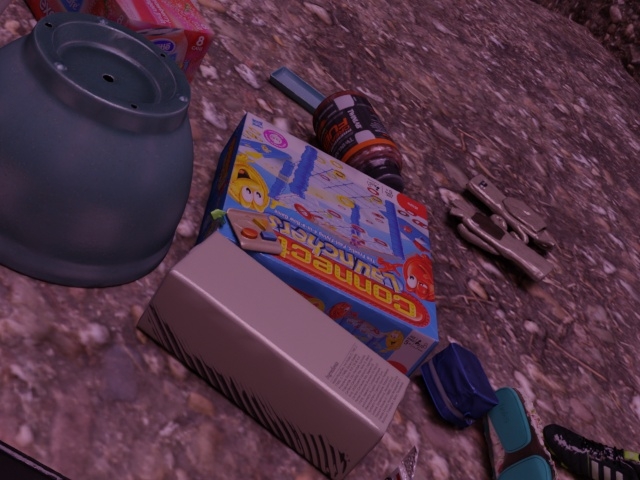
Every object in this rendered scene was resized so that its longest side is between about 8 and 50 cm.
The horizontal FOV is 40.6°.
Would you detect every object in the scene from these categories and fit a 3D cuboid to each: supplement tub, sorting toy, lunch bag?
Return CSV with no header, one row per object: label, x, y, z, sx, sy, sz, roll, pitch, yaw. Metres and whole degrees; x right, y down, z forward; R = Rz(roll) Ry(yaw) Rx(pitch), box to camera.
supplement tub,0.065,-0.143,1.378,0.106,0.106,0.198,10,39,-36
sorting toy,-0.085,-0.014,0.980,0.083,0.012,0.062,9,40,-36
lunch bag,0.171,0.186,1.079,0.067,0.065,0.098,32,26,-37

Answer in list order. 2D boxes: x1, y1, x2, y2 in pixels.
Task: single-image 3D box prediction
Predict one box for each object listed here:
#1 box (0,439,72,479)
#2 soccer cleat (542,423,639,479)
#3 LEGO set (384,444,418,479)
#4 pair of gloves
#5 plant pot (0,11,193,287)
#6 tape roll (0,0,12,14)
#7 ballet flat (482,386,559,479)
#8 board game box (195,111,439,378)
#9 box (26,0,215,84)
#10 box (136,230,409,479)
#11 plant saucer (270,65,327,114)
box,-0.288,0.251,0.534,0.257,0.079,0.322,31,32,-5
soccer cleat,0.372,0.288,1.127,0.179,0.072,0.060,36,31,1
LEGO set,0.109,0.318,0.851,0.244,0.060,0.182,42,28,11
pair of gloves,0.324,-0.021,1.528,0.204,0.042,0.240,36,29,6
plant pot,-0.258,-0.121,0.947,0.293,0.196,0.293,25,33,-18
tape roll,-0.469,-0.340,0.956,0.286,0.286,0.100,-11,53,-50
ballet flat,0.245,0.275,1.021,0.077,0.091,0.241,50,28,-27
board game box,0.000,0.000,1.140,0.308,0.086,0.302,26,32,-15
box,-0.303,-0.341,1.250,0.154,0.142,0.300,-2,47,-47
box,-0.048,0.121,0.925,0.275,0.094,0.113,38,31,4
plant saucer,-0.004,-0.238,1.524,0.192,0.018,0.067,37,31,3
